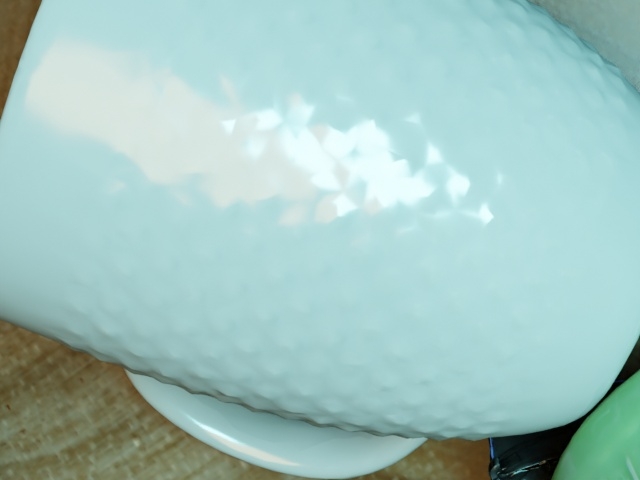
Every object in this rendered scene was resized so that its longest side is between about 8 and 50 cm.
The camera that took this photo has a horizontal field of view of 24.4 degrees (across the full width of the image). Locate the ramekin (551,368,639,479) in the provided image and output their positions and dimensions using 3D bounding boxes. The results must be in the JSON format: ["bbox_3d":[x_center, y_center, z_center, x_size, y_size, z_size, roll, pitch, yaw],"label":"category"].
[{"bbox_3d":[0.284,0.182,0.789,0.303,0.148,0.303,-4,131,-5],"label":"ramekin"}]

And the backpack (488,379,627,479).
[{"bbox_3d":[0.164,0.137,0.901,0.114,0.105,0.084,-11,119,9],"label":"backpack"}]

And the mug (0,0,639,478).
[{"bbox_3d":[0.000,0.000,0.843,0.328,0.276,0.374,20,131,-2],"label":"mug"}]
